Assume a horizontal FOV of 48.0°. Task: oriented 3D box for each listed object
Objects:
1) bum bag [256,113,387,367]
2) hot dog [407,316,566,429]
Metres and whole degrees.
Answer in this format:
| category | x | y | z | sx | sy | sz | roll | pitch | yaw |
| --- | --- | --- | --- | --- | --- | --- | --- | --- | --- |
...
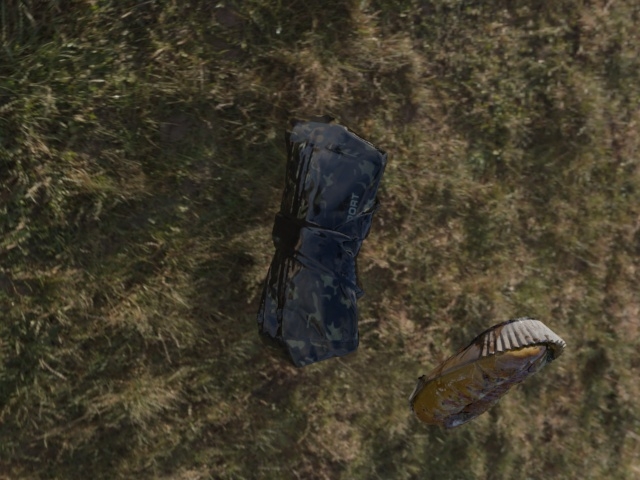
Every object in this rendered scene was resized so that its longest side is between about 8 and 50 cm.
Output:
| category | x | y | z | sx | sy | sz | roll | pitch | yaw |
| --- | --- | --- | --- | --- | --- | --- | --- | --- | --- |
| bum bag | 0.001 | 0.000 | 0.692 | 0.069 | 0.102 | 0.247 | 5 | 93 | -56 |
| hot dog | 0.204 | 0.174 | 0.914 | 0.131 | 0.252 | 0.069 | 0 | 57 | -29 |
